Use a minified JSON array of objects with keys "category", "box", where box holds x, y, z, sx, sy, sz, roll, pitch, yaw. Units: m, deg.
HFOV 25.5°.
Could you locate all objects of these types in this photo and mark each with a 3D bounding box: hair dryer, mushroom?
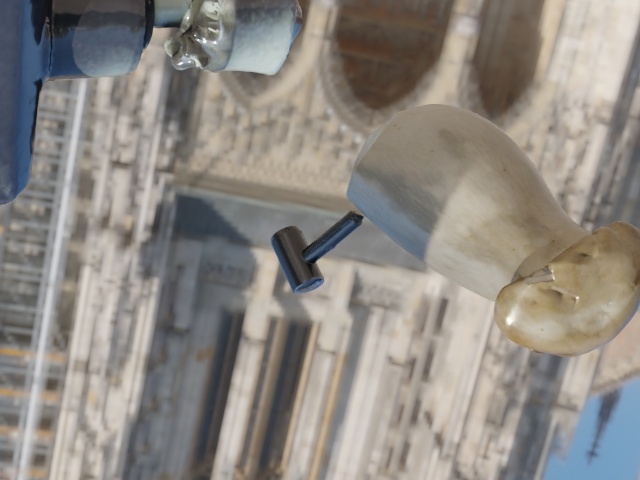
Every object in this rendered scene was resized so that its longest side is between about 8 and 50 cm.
[{"category":"hair dryer","box":[0.000,0.000,1.020,0.026,0.083,0.047,-8,-113,-46]},{"category":"mushroom","box":[0.094,-0.014,0.818,0.097,0.088,0.212,1,-146,-37]}]

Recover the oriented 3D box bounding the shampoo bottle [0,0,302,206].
[{"category":"shampoo bottle","box":[-0.153,-0.050,0.336,0.310,0.098,0.071,-5,-140,-21]}]
